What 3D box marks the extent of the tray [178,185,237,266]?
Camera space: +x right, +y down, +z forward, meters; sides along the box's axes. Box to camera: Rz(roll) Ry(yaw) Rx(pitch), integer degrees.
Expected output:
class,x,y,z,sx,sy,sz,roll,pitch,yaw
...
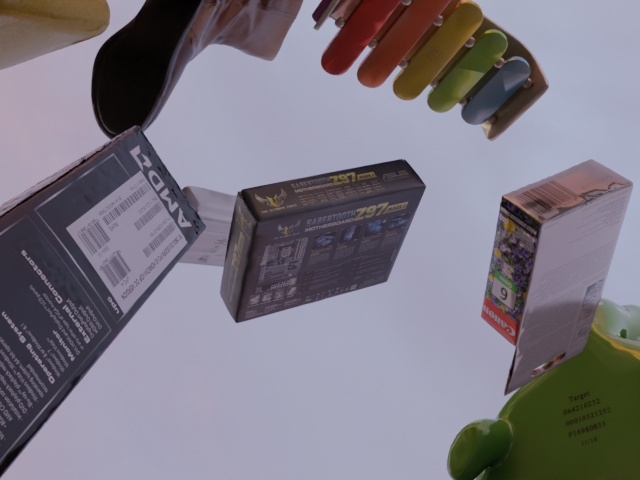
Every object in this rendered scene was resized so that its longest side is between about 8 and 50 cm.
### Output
class,x,y,z,sx,sy,sz,roll,pitch,yaw
tray,-0.151,-0.005,1.098,0.145,0.270,0.030,-41,-112,19

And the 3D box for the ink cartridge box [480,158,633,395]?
class,x,y,z,sx,sy,sz,roll,pitch,yaw
ink cartridge box,0.115,0.021,0.388,0.029,0.063,0.115,44,-35,42

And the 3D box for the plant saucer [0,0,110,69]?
class,x,y,z,sx,sy,sz,roll,pitch,yaw
plant saucer,-0.391,-0.264,0.604,0.333,0.081,0.332,-15,-62,14

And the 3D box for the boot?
class,x,y,z,sx,sy,sz,roll,pitch,yaw
boot,-0.138,-0.245,0.932,0.096,0.280,0.264,26,-71,17

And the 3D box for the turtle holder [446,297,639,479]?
class,x,y,z,sx,sy,sz,roll,pitch,yaw
turtle holder,0.241,0.204,0.593,0.243,0.227,0.320,-46,-144,10

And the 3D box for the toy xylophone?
class,x,y,z,sx,sy,sz,roll,pitch,yaw
toy xylophone,0.159,-0.277,0.979,0.323,0.081,0.236,21,-48,-15

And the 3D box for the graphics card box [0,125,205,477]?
class,x,y,z,sx,sy,sz,roll,pitch,yaw
graphics card box,-0.227,0.076,0.393,0.233,0.371,0.094,-27,-73,21

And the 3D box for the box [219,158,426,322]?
class,x,y,z,sx,sy,sz,roll,pitch,yaw
box,0.000,0.000,0.942,0.059,0.233,0.183,57,-33,32
